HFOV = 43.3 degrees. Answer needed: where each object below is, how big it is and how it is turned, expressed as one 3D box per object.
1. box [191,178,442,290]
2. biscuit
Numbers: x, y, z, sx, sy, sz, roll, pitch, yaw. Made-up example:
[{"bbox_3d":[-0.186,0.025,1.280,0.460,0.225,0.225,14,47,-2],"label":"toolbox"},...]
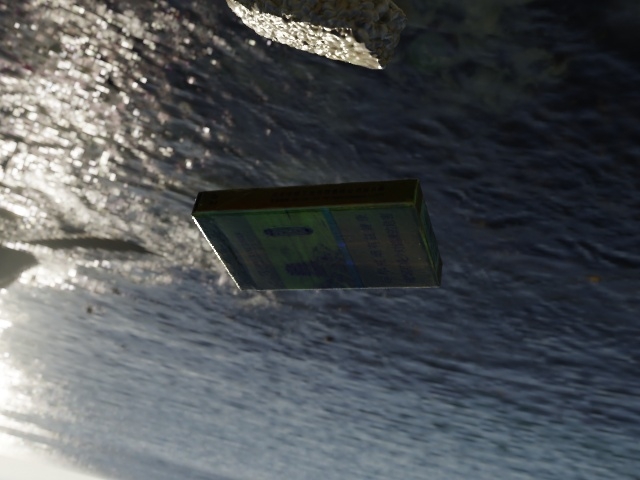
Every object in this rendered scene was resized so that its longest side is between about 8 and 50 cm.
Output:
[{"bbox_3d":[0.000,0.000,0.697,0.193,0.030,0.121,-1,143,19],"label":"box"},{"bbox_3d":[-0.005,-0.210,0.734,0.168,0.070,0.082,26,-176,26],"label":"biscuit"}]
